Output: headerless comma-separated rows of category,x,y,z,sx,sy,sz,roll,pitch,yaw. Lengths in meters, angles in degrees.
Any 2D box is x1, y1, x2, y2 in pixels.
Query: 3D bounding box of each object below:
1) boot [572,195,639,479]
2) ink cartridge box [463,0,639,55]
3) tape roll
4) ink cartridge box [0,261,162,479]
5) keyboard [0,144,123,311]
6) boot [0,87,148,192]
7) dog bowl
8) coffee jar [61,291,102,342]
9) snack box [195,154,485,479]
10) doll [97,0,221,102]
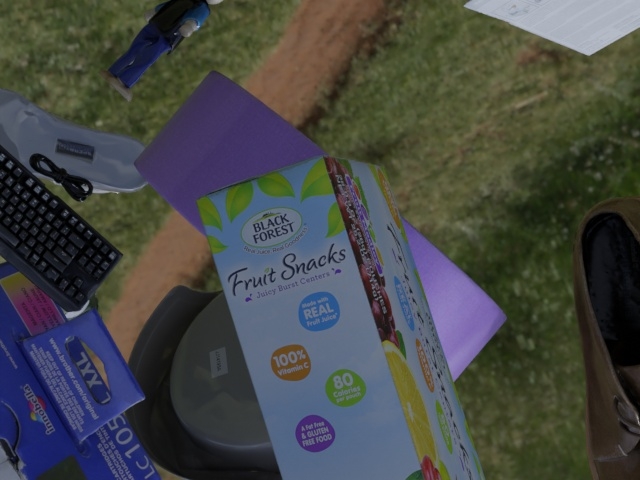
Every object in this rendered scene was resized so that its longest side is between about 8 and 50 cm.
boot,0.225,0.120,0.745,0.112,0.305,0.115,-14,176,22
ink cartridge box,0.318,-0.312,1.310,0.232,0.066,0.189,15,154,-33
tape roll,0.000,0.000,0.780,0.090,0.275,0.275,-51,153,1
ink cartridge box,-0.343,0.197,1.068,0.395,0.270,0.151,-30,179,35
keyboard,-0.255,-0.030,0.974,0.180,0.108,0.023,45,148,-22
boot,-0.337,-0.106,1.298,0.258,0.095,0.123,19,165,-29
dog bowl,-0.043,0.145,1.221,0.349,0.348,0.102,-22,133,7
coffee jar,-0.319,0.057,1.336,0.079,0.096,0.184,-35,160,-24
snack box,0.021,0.065,0.551,0.070,0.207,0.174,-17,178,12
doll,-0.187,-0.255,1.315,0.189,0.129,0.046,-45,125,-2
